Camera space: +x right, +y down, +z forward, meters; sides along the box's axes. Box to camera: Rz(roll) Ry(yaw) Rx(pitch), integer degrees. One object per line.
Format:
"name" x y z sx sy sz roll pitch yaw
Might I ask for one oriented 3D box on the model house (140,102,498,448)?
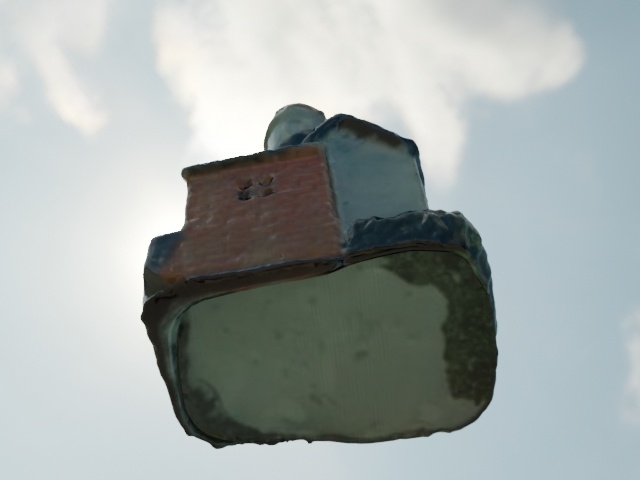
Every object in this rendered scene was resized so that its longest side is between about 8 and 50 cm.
"model house" 0.000 0.000 1.465 0.253 0.291 0.184 -9 -50 4
